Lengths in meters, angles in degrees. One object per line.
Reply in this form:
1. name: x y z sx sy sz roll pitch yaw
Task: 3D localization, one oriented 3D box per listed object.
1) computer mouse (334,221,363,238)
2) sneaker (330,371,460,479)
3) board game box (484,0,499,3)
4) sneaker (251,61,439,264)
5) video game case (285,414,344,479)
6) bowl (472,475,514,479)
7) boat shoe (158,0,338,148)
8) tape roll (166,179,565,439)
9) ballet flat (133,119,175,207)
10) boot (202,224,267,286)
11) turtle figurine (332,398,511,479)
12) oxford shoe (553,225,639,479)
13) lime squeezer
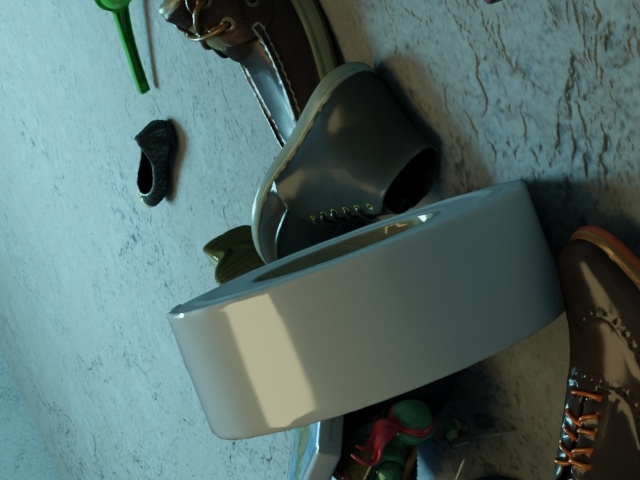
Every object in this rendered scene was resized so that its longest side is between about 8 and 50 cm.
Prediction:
1. computer mouse: 0.000 0.000 1.608 0.071 0.041 0.242 58 165 -3
2. sneaker: 0.045 0.128 1.517 0.319 0.112 0.131 107 150 -49
3. board game box: 0.110 -0.319 0.947 0.303 0.098 0.224 67 159 6
4. sneaker: 0.016 -0.031 1.407 0.118 0.083 0.222 51 136 31
5. video game case: -0.003 0.140 1.465 0.212 0.023 0.193 109 168 -60
6. bowl: 0.194 0.402 1.460 0.391 0.077 0.391 50 152 38
7. boat shoe: -0.089 -0.218 1.479 0.342 0.123 0.123 68 159 1
8. tape roll: 0.034 0.049 1.219 0.286 0.286 0.100 -11 101 68
9. ballet flat: -0.210 -0.092 1.992 0.057 0.049 0.173 60 158 22
10. boot: -0.047 0.079 1.686 0.165 0.077 0.213 64 173 -16
11. turtle figurine: 0.067 0.203 1.416 0.118 0.175 0.234 33 133 4
12. oxford shoe: 0.206 0.125 1.133 0.097 0.098 0.271 0 110 67
13. lime squeezer: -0.206 -0.284 1.822 0.110 0.059 0.310 33 150 5
